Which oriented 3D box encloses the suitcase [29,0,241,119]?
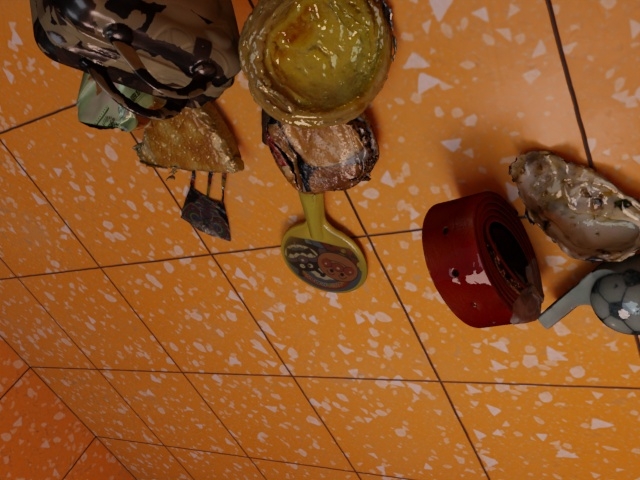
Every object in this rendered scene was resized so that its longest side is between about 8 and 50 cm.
[{"bbox_3d":[-0.284,-0.363,1.017,0.194,0.339,0.352,-31,152,35],"label":"suitcase"}]

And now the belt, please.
[{"bbox_3d":[0.321,0.044,1.181,0.115,0.227,0.324,-12,141,38],"label":"belt"}]

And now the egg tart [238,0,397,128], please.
[{"bbox_3d":[-0.006,-0.331,1.074,0.279,0.095,0.278,-5,117,-10],"label":"egg tart"}]

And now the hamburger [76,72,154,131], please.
[{"bbox_3d":[-0.436,-0.341,1.320,0.235,0.125,0.214,17,102,46],"label":"hamburger"}]

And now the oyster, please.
[{"bbox_3d":[0.471,-0.065,1.105,0.294,0.094,0.166,44,119,2],"label":"oyster"}]

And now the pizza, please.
[{"bbox_3d":[-0.334,-0.247,1.410,0.288,0.075,0.279,-14,116,38],"label":"pizza"}]

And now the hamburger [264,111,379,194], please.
[{"bbox_3d":[0.005,-0.196,1.233,0.231,0.106,0.230,14,130,17],"label":"hamburger"}]

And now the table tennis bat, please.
[{"bbox_3d":[0.000,0.000,1.455,0.224,0.054,0.368,12,138,20],"label":"table tennis bat"}]

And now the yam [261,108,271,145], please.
[{"bbox_3d":[-0.093,-0.326,1.214,0.045,0.045,0.326,-2,137,-9],"label":"yam"}]

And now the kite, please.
[{"bbox_3d":[-0.284,-0.110,1.546,0.152,0.015,0.285,24,137,9],"label":"kite"}]

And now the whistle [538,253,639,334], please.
[{"bbox_3d":[0.559,0.117,1.160,0.164,0.163,0.289,31,139,2],"label":"whistle"}]
